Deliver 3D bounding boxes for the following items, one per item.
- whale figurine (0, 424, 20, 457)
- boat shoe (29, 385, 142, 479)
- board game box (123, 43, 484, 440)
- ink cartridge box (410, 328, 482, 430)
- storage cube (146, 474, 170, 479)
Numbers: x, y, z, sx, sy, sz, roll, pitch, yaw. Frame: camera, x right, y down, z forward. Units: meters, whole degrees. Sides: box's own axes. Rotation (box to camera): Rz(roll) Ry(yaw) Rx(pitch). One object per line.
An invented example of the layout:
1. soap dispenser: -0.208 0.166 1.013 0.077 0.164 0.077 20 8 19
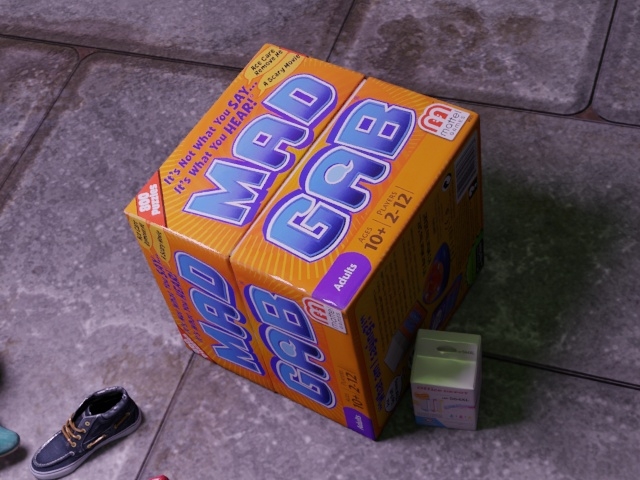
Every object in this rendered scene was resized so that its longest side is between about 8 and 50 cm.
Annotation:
1. whale figurine: -0.572 0.343 1.540 0.216 0.141 0.272 34 64 30
2. boat shoe: -0.359 0.281 1.584 0.183 0.083 0.065 -31 54 -13
3. board game box: 0.000 0.000 1.557 0.356 0.357 0.356 23 60 24
4. ink cartridge box: 0.179 0.194 1.514 0.092 0.143 0.090 4 54 13
5. storage cube: -0.240 0.446 1.363 0.183 0.215 0.193 -20 59 -5
